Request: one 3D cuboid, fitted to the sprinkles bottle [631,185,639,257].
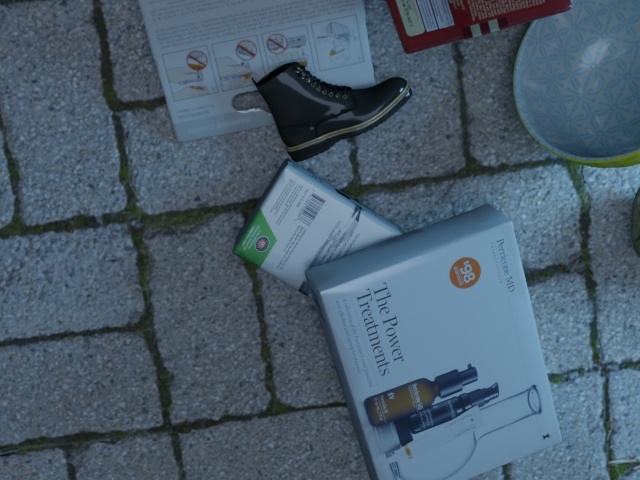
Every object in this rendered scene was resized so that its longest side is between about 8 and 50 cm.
[{"bbox_3d":[0.640,-0.024,1.555,0.356,0.121,0.121,2,102,-1],"label":"sprinkles bottle"}]

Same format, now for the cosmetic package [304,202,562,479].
[{"bbox_3d":[0.169,0.170,1.543,0.285,0.097,0.377,-21,113,-8],"label":"cosmetic package"}]

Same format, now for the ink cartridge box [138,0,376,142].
[{"bbox_3d":[-0.098,-0.352,1.504,0.308,0.091,0.384,-12,119,0],"label":"ink cartridge box"}]

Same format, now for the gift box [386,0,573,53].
[{"bbox_3d":[0.161,-0.419,1.364,0.277,0.258,0.255,-8,128,15],"label":"gift box"}]

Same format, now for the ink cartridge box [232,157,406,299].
[{"bbox_3d":[0.000,0.000,1.559,0.208,0.087,0.153,32,100,-8],"label":"ink cartridge box"}]

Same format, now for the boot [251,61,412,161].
[{"bbox_3d":[0.015,-0.211,1.505,0.198,0.077,0.137,-29,113,6],"label":"boot"}]

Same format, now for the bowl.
[{"bbox_3d":[0.428,-0.220,1.473,0.156,0.289,0.289,24,104,-49],"label":"bowl"}]
